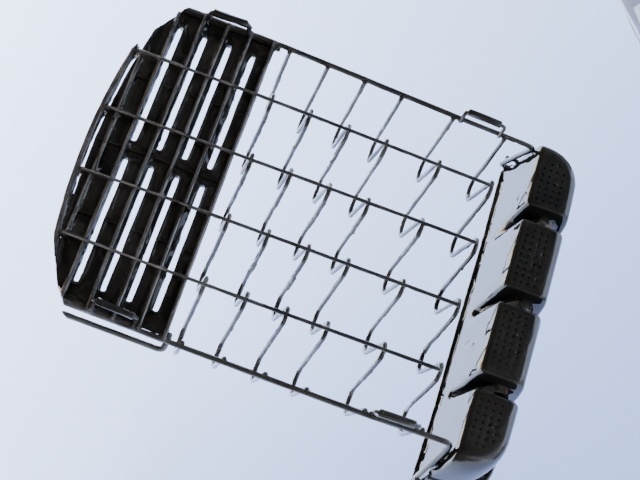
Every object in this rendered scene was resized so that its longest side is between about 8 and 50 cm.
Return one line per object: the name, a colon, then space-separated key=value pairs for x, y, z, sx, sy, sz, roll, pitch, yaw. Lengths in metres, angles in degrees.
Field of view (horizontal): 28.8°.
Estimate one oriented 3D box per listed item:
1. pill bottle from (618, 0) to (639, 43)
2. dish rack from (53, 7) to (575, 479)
pill bottle: x=0.241 y=-0.287 z=0.800 sx=0.204 sy=0.204 sz=0.361 roll=-27 pitch=-90 yaw=15
dish rack: x=0.000 y=0.000 z=0.678 sx=0.271 sy=0.074 sz=0.208 roll=21 pitch=-113 yaw=-6
